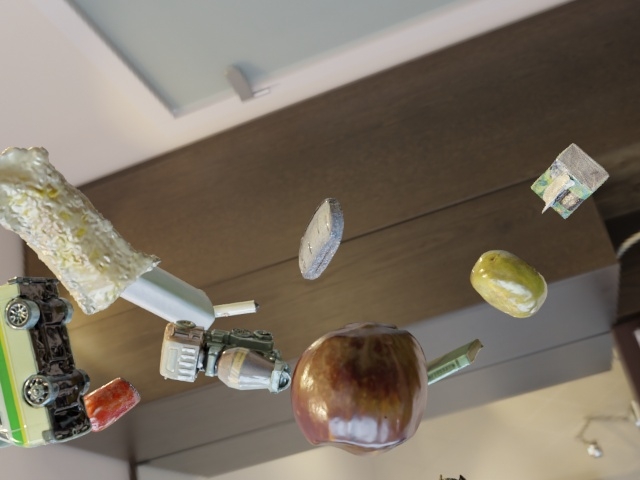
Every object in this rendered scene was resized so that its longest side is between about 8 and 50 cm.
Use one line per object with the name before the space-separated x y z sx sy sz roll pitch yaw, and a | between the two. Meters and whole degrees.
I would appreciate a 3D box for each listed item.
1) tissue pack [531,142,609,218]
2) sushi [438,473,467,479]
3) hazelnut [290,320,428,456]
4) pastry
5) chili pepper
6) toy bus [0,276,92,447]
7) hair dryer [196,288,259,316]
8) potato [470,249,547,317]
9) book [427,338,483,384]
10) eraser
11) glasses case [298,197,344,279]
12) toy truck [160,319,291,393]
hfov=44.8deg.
tissue pack | 0.417 -0.094 1.324 0.085 0.079 0.111 45 159 9
sushi | 0.284 0.626 1.810 0.115 0.147 0.212 44 -146 15
hazelnut | 0.072 0.237 1.251 0.234 0.218 0.217 -5 -106 -40
pastry | -0.330 -0.012 0.986 0.121 0.089 0.258 -56 -51 -21
chili pepper | -0.501 0.382 1.737 0.086 0.192 0.084 59 150 -6
toy bus | -0.499 0.211 1.302 0.134 0.165 0.275 19 -124 -76
hair dryer | -0.299 0.200 2.334 0.073 0.237 0.131 70 -166 -49
potato | 0.553 0.125 2.275 0.197 0.228 0.148 109 -172 -45
book | 0.168 0.317 1.672 0.031 0.379 0.264 62 -164 7
eraser | -0.413 0.118 1.927 0.290 0.104 0.189 34 178 -34
glasses case | 0.000 0.000 1.855 0.282 0.067 0.109 117 149 -60
toy truck | -0.186 0.236 1.520 0.140 0.257 0.107 -110 31 -78
